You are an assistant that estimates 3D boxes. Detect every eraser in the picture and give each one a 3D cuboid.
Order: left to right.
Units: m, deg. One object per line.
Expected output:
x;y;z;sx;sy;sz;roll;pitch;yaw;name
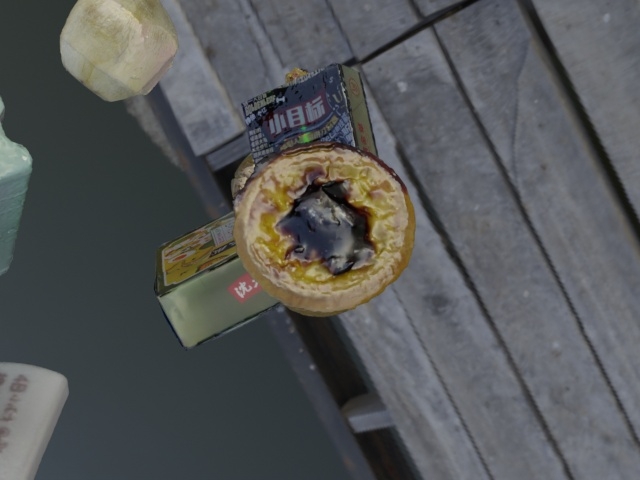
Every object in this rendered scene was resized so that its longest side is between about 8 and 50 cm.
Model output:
-0.534;0.324;1.444;0.174;0.270;0.094;6;126;1;eraser

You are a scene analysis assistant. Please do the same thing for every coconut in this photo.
-0.319;-0.322;1.418;0.194;0.194;0.194;14;118;28;coconut

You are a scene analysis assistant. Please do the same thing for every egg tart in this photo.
0.000;0.000;1.067;0.215;0.215;0.171;41;161;11;egg tart

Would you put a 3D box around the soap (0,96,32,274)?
-0.590;-0.019;1.314;0.156;0.261;0.446;58;147;10;soap

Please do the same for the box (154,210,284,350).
-0.154;0.034;1.865;0.373;0.420;0.138;-26;105;-3;box

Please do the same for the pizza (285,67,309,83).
-0.038;-0.267;1.677;0.178;0.041;0.130;-8;88;55;pizza

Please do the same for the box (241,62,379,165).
-0.002;-0.109;1.450;0.198;0.084;0.310;-18;79;30;box

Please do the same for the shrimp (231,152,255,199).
-0.074;-0.152;1.740;0.145;0.267;0.061;20;144;9;shrimp
